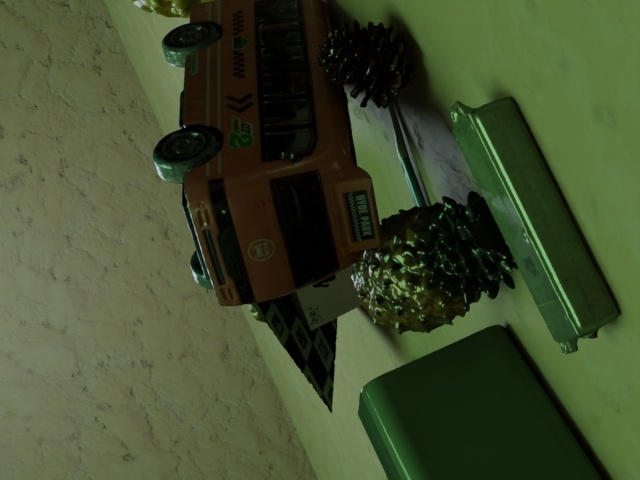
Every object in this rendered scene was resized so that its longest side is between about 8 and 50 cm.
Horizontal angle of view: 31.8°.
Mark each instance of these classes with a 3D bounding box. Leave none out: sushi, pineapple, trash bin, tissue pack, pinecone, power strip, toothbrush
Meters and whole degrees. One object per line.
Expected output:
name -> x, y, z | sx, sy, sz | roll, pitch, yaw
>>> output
sushi -> -0.071, 0.089, 1.940 | 0.320, 0.069, 0.339 | 57, -158, -34
pineapple -> 0.138, 0.013, 1.268 | 0.157, 0.158, 0.279 | 64, 158, 7
trash bin -> 0.206, 0.301, 1.341 | 0.343, 0.223, 0.158 | 61, 167, 26
tissue pack -> 0.000, 0.000, 1.792 | 0.092, 0.149, 0.246 | 44, 158, 56
pinecone -> 0.052, -0.206, 1.293 | 0.109, 0.102, 0.102 | 32, 162, 6
power strip -> 0.208, -0.021, 1.109 | 0.272, 0.052, 0.078 | 65, 168, 5
toothbrush -> 0.112, -0.087, 1.439 | 0.275, 0.025, 0.019 | 69, 166, -16

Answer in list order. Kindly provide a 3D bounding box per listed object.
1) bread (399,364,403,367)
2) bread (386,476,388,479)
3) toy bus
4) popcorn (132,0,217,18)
bread -> 0.168, 0.303, 1.820 | 0.225, 0.081, 0.134 | 62, 162, 23
bread -> 0.198, 0.351, 1.566 | 0.250, 0.179, 0.133 | 58, 161, 31
toy bus -> -0.064, -0.126, 1.387 | 0.427, 0.233, 0.203 | -97, -5, -49
popcorn -> -0.193, -0.423, 1.697 | 0.190, 0.191, 0.253 | 53, 161, -9
